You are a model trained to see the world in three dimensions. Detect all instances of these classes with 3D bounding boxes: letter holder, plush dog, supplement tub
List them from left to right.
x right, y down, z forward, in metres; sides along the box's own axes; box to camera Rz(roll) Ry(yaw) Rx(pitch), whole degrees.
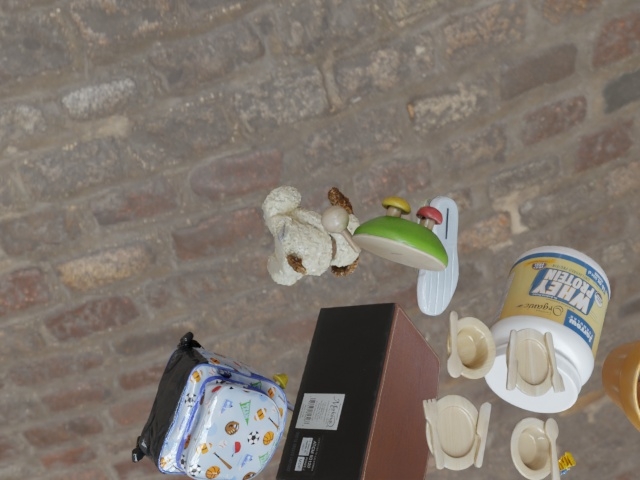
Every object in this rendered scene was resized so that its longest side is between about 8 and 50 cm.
[{"bbox_3d":[0.000,0.000,1.801,0.225,0.210,0.263,-15,117,-22],"label":"plush dog"},{"bbox_3d":[0.079,0.288,1.234,0.152,0.302,0.214,-8,141,33],"label":"letter holder"},{"bbox_3d":[0.313,0.121,1.040,0.144,0.200,0.144,18,140,16],"label":"supplement tub"}]

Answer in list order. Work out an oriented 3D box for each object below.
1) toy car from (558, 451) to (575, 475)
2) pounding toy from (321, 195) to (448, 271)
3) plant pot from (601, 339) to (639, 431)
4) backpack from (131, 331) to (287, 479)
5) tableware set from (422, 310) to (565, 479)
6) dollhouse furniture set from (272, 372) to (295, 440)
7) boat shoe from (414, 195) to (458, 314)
[{"bbox_3d":[0.422,0.388,1.177,0.060,0.122,0.040,-8,145,-41],"label":"toy car"},{"bbox_3d":[0.139,-0.029,1.401,0.183,0.236,0.110,34,74,-55],"label":"pounding toy"},{"bbox_3d":[0.614,0.258,1.360,0.205,0.188,0.205,0,87,-7],"label":"plant pot"},{"bbox_3d":[-0.193,0.355,1.496,0.263,0.213,0.277,20,95,-44],"label":"backpack"},{"bbox_3d":[0.162,0.140,0.677,0.168,0.141,0.020,15,160,-27],"label":"tableware set"},{"bbox_3d":[0.024,0.465,1.844,0.198,0.286,0.304,-37,124,-29],"label":"dollhouse furniture set"},{"bbox_3d":[0.289,0.037,1.913,0.109,0.094,0.303,7,91,-27],"label":"boat shoe"}]
